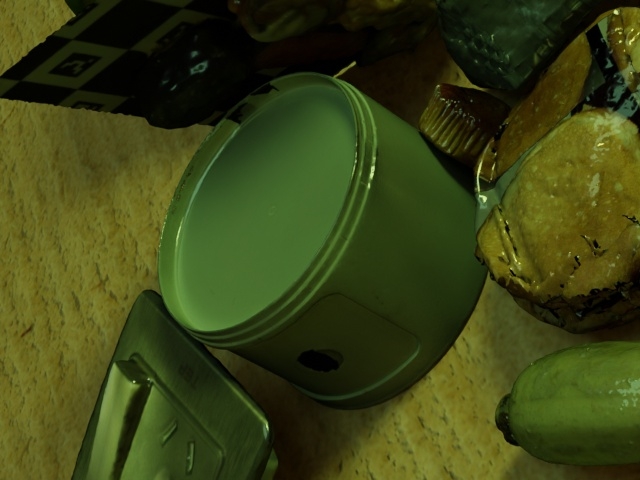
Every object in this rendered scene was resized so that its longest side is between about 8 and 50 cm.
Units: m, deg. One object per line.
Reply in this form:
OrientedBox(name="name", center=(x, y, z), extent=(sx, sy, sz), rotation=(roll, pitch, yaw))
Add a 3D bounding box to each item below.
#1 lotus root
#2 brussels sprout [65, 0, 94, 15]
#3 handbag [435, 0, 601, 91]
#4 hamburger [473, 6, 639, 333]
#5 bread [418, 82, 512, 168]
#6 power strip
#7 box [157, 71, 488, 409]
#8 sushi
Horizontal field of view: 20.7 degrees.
OrientedBox(name="lotus root", center=(0.180, 0.104, 1.118), extent=(0.183, 0.090, 0.077), rotation=(-9, 86, 49))
OrientedBox(name="brussels sprout", center=(-0.092, -0.339, 1.601), extent=(0.371, 0.276, 0.315), rotation=(-18, 55, 41))
OrientedBox(name="handbag", center=(0.192, -0.205, 1.286), extent=(0.270, 0.175, 0.088), rotation=(-45, 83, 19))
OrientedBox(name="hamburger", center=(0.201, -0.041, 1.187), extent=(0.231, 0.107, 0.231), rotation=(-27, 51, 38))
OrientedBox(name="bread", center=(0.119, -0.088, 1.334), extent=(0.053, 0.085, 0.085), rotation=(-57, 35, 15))
OrientedBox(name="power strip", center=(-0.109, 0.201, 1.380), extent=(0.251, 0.092, 0.257), rotation=(37, 114, 48))
OrientedBox(name="box", center=(0.000, 0.000, 1.354), extent=(0.226, 0.149, 0.226), rotation=(-30, 45, 35))
OrientedBox(name="sushi", center=(-0.025, -0.161, 1.386), extent=(0.359, 0.343, 0.064), rotation=(-32, 70, 31))
